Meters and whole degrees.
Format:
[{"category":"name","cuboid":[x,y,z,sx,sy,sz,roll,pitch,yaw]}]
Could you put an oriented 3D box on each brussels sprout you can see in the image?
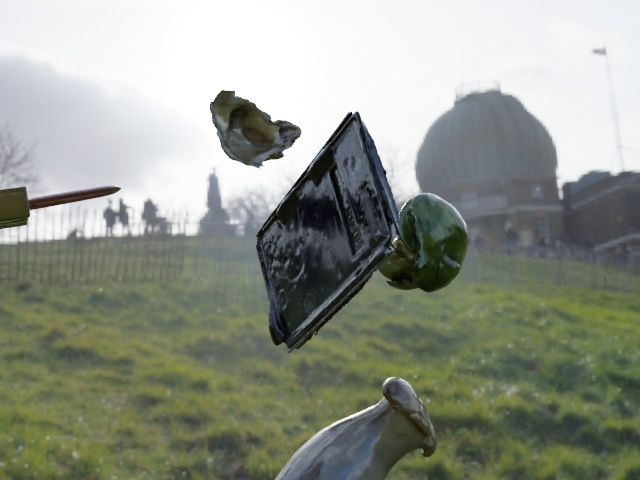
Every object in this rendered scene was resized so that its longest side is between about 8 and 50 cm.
[{"category":"brussels sprout","cuboid":[0.154,0.005,1.206,0.100,0.139,0.181,13,5,43]}]

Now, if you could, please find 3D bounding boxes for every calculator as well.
[{"category":"calculator","cuboid":[-0.001,0.000,0.943,0.028,0.165,0.274,2,-31,-29]}]

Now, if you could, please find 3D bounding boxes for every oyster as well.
[{"category":"oyster","cuboid":[-0.136,-0.200,1.671,0.107,0.161,0.233,-15,-4,33]}]

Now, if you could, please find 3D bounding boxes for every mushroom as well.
[{"category":"mushroom","cuboid":[0.028,0.229,0.864,0.212,0.097,0.088,-37,-14,-15]}]

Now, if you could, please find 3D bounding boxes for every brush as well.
[{"category":"brush","cuboid":[-0.394,-0.050,1.212,0.234,0.047,0.103,-10,-3,-23]}]
